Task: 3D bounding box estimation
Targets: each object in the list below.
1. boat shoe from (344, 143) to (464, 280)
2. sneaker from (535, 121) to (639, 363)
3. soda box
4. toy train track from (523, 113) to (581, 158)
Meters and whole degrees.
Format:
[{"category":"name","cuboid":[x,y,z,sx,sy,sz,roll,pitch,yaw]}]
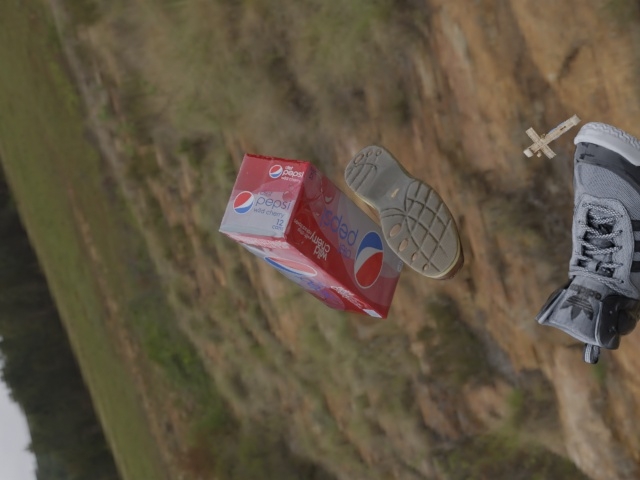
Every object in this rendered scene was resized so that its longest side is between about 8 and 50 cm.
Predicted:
[{"category":"boat shoe","cuboid":[0.087,-0.023,1.100,0.060,0.064,0.178,39,-169,-44]},{"category":"sneaker","cuboid":[0.280,0.016,1.179,0.101,0.153,0.268,21,152,36]},{"category":"soda box","cuboid":[0.000,0.000,1.298,0.263,0.083,0.092,39,-114,-56]},{"category":"toy train track","cuboid":[0.286,-0.127,1.466,0.048,0.083,0.014,45,-146,-12]}]
